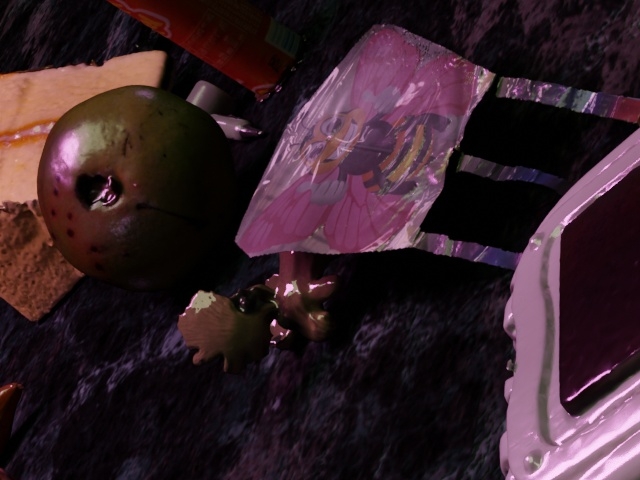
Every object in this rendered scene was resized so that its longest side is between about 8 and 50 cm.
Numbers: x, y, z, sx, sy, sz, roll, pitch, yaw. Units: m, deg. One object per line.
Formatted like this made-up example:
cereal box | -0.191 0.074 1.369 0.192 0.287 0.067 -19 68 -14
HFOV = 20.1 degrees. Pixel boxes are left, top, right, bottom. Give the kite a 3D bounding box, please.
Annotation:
kite | 0.079 -0.056 1.178 0.360 0.022 0.204 13 68 51

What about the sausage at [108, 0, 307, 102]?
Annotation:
sausage | -0.140 -0.229 1.689 0.083 0.264 0.083 -49 21 26

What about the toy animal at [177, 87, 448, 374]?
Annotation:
toy animal | 0.000 0.000 1.313 0.186 0.094 0.214 -17 42 44

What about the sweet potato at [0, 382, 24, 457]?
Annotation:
sweet potato | -0.364 0.244 1.754 0.264 0.057 0.057 -54 21 6

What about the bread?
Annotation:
bread | -0.278 -0.102 1.911 0.236 0.198 0.263 -34 31 28

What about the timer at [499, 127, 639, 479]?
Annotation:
timer | 0.180 0.031 0.871 0.237 0.087 0.262 -41 25 33

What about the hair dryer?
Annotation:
hair dryer | -0.089 -0.107 1.721 0.150 0.047 0.071 17 75 57

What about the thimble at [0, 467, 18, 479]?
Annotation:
thimble | -0.320 0.316 1.324 0.350 0.231 0.350 -42 26 27

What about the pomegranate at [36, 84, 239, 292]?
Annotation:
pomegranate | -0.152 -0.058 1.601 0.179 0.179 0.210 -42 13 31

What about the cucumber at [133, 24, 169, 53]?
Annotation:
cucumber | -0.199 -0.228 2.117 0.163 0.039 0.043 -76 8 -46
